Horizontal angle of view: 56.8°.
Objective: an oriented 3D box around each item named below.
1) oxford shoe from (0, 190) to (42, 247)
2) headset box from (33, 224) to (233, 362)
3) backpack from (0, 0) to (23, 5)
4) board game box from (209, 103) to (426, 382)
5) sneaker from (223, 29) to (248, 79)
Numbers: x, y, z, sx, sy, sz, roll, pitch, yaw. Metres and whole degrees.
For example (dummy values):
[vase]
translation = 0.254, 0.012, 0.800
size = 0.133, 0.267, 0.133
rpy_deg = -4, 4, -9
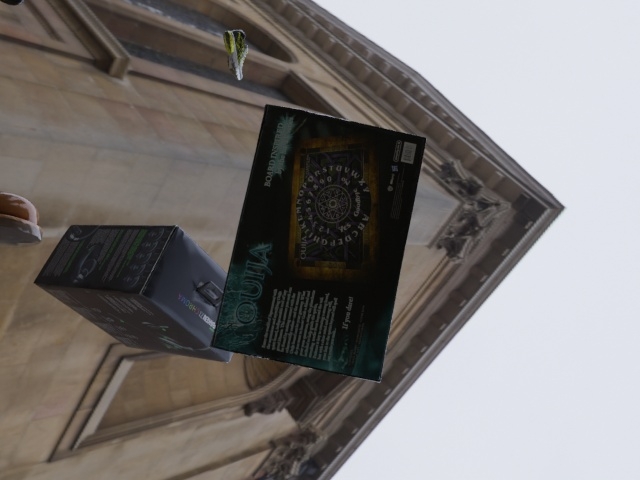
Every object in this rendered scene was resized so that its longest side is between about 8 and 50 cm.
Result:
[oxford shoe]
translation = -0.280, -0.043, 0.411
size = 0.212, 0.076, 0.076
rpy_deg = 12, -106, 16
[headset box]
translation = -0.290, 0.091, 1.026
size = 0.283, 0.246, 0.131
rpy_deg = 1, -124, 33
[backpack]
translation = -0.523, -0.442, 0.865
size = 0.115, 0.182, 0.151
rpy_deg = 5, -95, 43
[board game box]
translation = 0.000, 0.000, 0.441
size = 0.126, 0.026, 0.186
rpy_deg = 13, -98, -2
[sneaker]
translation = -0.132, -0.301, 0.962
size = 0.031, 0.035, 0.083
rpy_deg = 46, -28, 41
